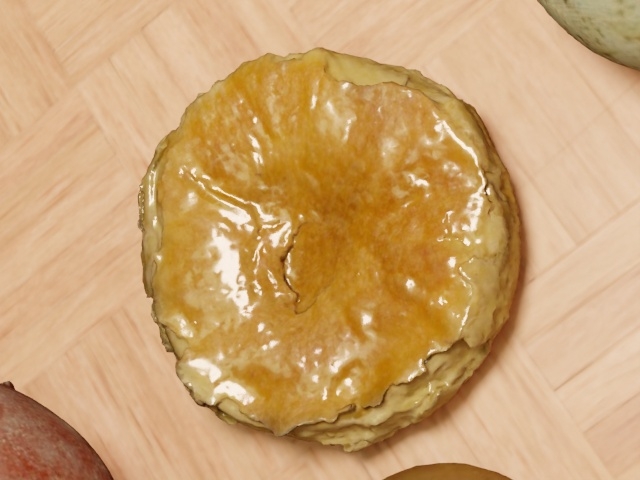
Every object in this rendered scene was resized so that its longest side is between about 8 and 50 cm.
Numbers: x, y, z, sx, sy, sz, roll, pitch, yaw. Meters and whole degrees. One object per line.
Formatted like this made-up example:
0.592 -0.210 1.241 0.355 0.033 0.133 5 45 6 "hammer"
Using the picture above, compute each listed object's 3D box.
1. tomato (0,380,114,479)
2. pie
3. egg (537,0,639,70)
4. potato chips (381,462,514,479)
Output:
-0.300 0.260 1.249 0.316 0.282 0.317 6 104 25 "tomato"
0.000 0.000 1.270 0.339 0.083 0.339 -5 76 21 "pie"
0.240 -0.209 1.161 0.231 0.169 0.169 21 89 41 "egg"
0.091 0.262 1.195 0.208 0.062 0.195 34 93 27 "potato chips"
